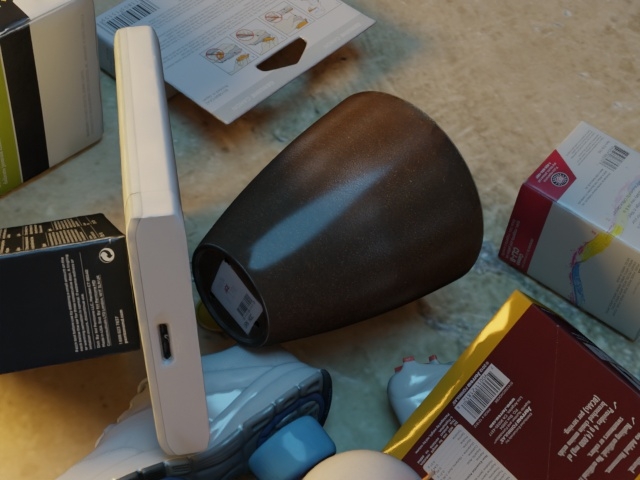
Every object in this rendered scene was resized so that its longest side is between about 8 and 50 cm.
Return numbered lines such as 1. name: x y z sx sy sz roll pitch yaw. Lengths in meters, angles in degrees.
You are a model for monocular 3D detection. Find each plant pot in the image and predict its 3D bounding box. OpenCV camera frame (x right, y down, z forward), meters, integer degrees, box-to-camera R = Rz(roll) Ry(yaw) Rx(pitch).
1. plant pot: 0.000 0.000 1.060 0.230 0.215 0.215 -32 61 -33

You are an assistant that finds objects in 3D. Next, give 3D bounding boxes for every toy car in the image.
1. toy car: 0.006 0.236 0.839 0.210 0.238 0.219 -29 72 -27

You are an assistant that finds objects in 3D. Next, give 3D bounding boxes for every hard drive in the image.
1. hard drive: -0.144 -0.016 0.992 0.047 0.233 0.353 -7 34 -7

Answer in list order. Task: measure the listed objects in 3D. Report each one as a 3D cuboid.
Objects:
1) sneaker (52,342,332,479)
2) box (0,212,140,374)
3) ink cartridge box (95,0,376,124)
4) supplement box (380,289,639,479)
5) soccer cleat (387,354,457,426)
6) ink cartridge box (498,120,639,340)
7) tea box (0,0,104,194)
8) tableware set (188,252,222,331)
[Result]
1. sneaker: -0.132 0.180 0.998 0.297 0.111 0.129 -26 46 -32
2. box: -0.267 0.044 0.982 0.184 0.261 0.103 -7 97 -14
3. ink cartridge box: -0.108 -0.248 1.363 0.239 0.060 0.275 37 55 20
4. supplement box: 0.195 0.182 0.933 0.194 0.129 0.191 43 98 31
5. soccer cleat: 0.161 0.145 1.076 0.196 0.068 0.076 -6 67 -10
6. ink cartridge box: 0.304 -0.010 1.173 0.176 0.127 0.128 34 54 20
7. tea box: -0.459 -0.201 1.178 0.323 0.220 0.329 -34 61 -30
8. tableware set: -0.095 0.046 1.146 0.154 0.024 0.104 -2 51 -9
